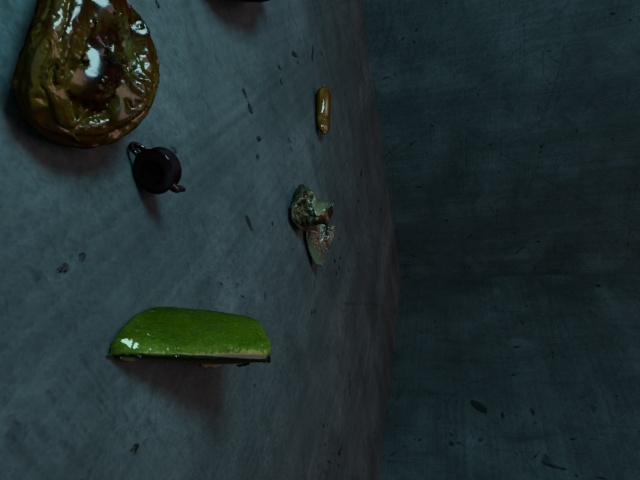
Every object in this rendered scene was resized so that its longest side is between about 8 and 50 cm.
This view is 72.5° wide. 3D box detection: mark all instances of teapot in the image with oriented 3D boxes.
[{"bbox_3d":[-0.241,-0.108,0.647,0.100,0.068,0.045,47,23,-8],"label":"teapot"}]

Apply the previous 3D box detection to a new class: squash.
[{"bbox_3d":[-0.227,0.155,0.710,0.252,0.169,0.093,14,67,-37],"label":"squash"}]

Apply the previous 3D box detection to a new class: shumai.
[{"bbox_3d":[-0.019,-0.096,1.265,0.145,0.116,0.146,-5,90,-72],"label":"shumai"}]

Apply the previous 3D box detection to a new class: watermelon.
[{"bbox_3d":[-0.009,0.004,1.371,0.101,0.080,0.155,-10,112,-64],"label":"watermelon"}]

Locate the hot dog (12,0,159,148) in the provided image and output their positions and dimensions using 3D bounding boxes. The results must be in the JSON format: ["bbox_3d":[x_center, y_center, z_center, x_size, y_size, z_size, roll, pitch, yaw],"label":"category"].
[{"bbox_3d":[-0.272,-0.221,0.518,0.160,0.099,0.227,38,48,-68],"label":"hot dog"}]

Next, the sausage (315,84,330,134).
[{"bbox_3d":[0.009,-0.459,1.539,0.062,0.054,0.183,2,86,-40],"label":"sausage"}]
